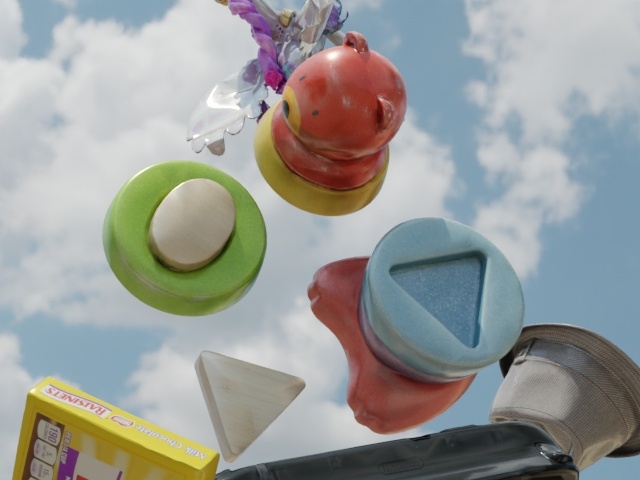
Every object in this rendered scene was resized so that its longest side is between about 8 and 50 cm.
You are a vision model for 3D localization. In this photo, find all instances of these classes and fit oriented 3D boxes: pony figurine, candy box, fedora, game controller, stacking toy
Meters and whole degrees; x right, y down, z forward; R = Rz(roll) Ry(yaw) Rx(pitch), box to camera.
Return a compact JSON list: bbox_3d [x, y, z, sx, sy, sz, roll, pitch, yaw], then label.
[{"bbox_3d":[-0.037,-0.256,1.852,0.303,0.351,0.363,-41,-59,19],"label":"pony figurine"},{"bbox_3d":[-0.124,0.183,0.678,0.105,0.027,0.205,20,-68,14],"label":"candy box"},{"bbox_3d":[0.328,0.239,1.741,0.243,0.124,0.275,51,-25,-10],"label":"fedora"},{"bbox_3d":[0.062,0.210,0.824,0.319,0.166,0.067,-3,-20,-35],"label":"game controller"},{"bbox_3d":[0.000,0.000,0.981,0.280,0.309,0.130,-21,-19,-30],"label":"stacking toy"}]
